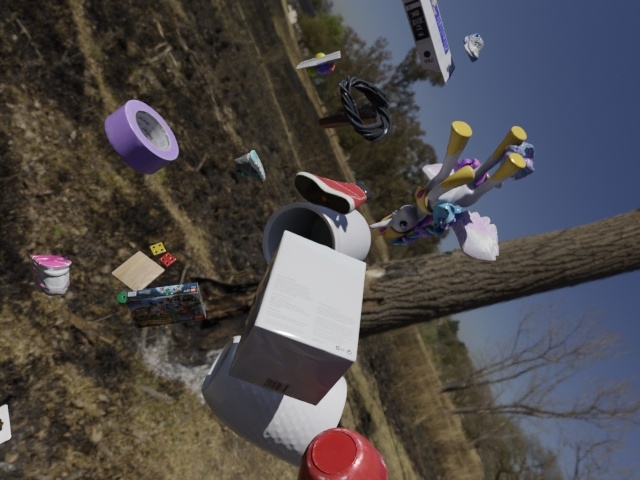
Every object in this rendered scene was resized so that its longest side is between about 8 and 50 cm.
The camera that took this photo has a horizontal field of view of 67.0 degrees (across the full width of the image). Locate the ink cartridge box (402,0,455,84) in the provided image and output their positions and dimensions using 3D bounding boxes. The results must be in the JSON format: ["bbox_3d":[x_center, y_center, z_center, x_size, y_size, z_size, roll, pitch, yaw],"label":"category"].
[{"bbox_3d":[0.337,-0.663,1.518,0.332,0.065,0.165,63,37,-27],"label":"ink cartridge box"}]

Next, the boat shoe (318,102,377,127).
[{"bbox_3d":[0.093,-0.432,1.679,0.073,0.207,0.072,-37,122,-78],"label":"boat shoe"}]

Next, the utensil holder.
[{"bbox_3d":[0.000,0.000,2.016,0.386,0.328,0.327,-11,80,-62],"label":"utensil holder"}]

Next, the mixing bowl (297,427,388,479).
[{"bbox_3d":[0.035,0.434,0.937,0.181,0.182,0.098,-99,177,-56],"label":"mixing bowl"}]

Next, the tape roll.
[{"bbox_3d":[-0.483,-0.280,1.319,0.189,0.080,0.189,51,20,-27],"label":"tape roll"}]

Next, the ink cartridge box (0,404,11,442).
[{"bbox_3d":[-0.748,0.399,0.989,0.104,0.182,0.061,42,-33,43],"label":"ink cartridge box"}]

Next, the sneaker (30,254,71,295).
[{"bbox_3d":[-0.797,0.103,1.423,0.252,0.103,0.111,10,-83,59],"label":"sneaker"}]

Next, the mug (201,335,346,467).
[{"bbox_3d":[-0.114,0.384,1.296,0.328,0.374,0.276,33,34,-11],"label":"mug"}]

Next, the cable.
[{"bbox_3d":[0.108,-0.336,1.230,0.185,0.047,0.150,25,68,-37],"label":"cable"}]

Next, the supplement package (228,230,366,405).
[{"bbox_3d":[-0.042,0.161,1.020,0.262,0.200,0.198,-77,-167,-48],"label":"supplement package"}]

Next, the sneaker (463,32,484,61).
[{"bbox_3d":[0.493,-0.623,1.546,0.052,0.058,0.135,43,37,-36],"label":"sneaker"}]

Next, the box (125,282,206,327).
[{"bbox_3d":[-0.522,0.223,1.653,0.159,0.233,0.044,89,-9,-46],"label":"box"}]

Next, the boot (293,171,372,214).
[{"bbox_3d":[0.045,-0.178,1.642,0.176,0.244,0.088,-34,145,-48],"label":"boot"}]

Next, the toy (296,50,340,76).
[{"bbox_3d":[0.002,-0.561,1.554,0.237,0.137,0.056,-88,163,-62],"label":"toy"}]

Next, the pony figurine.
[{"bbox_3d":[0.330,-0.115,1.158,0.363,0.351,0.302,-51,-128,49],"label":"pony figurine"}]

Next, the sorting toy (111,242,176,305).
[{"bbox_3d":[-0.667,0.121,1.798,0.132,0.274,0.046,33,-35,15],"label":"sorting toy"}]

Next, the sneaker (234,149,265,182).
[{"bbox_3d":[-0.214,-0.216,1.452,0.166,0.076,0.064,69,5,-72],"label":"sneaker"}]
